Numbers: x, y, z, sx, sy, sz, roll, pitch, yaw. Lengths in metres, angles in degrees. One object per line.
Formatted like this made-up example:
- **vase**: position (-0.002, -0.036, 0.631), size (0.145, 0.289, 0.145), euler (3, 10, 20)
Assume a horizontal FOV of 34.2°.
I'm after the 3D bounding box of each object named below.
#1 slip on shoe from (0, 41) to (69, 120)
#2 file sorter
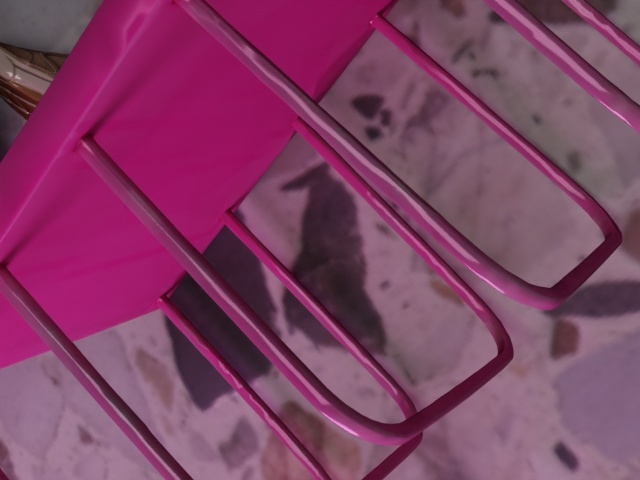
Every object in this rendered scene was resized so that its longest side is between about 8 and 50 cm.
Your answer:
- **slip on shoe**: position (-0.149, -0.088, 0.596), size (0.135, 0.051, 0.041), euler (28, 68, 30)
- **file sorter**: position (0.000, 0.000, 0.441), size (0.182, 0.202, 0.290), euler (45, 113, 12)
